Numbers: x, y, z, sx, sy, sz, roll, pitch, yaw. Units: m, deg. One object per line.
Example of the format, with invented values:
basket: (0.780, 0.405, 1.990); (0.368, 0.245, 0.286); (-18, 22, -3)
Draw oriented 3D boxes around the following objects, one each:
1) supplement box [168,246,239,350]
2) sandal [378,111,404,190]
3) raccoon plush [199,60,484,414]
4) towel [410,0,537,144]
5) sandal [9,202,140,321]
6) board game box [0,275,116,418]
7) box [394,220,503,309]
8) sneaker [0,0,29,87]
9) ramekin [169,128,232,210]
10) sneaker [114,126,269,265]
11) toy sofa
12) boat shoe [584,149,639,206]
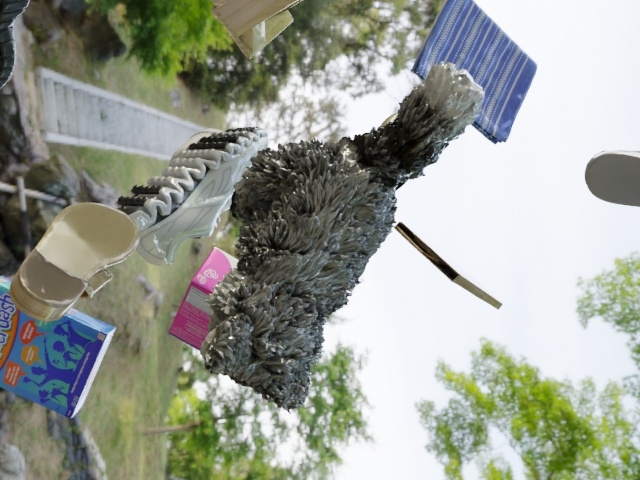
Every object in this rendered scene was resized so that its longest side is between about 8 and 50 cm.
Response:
supplement box: (-0.233, 0.135, 1.398); (0.220, 0.114, 0.111); (-55, -174, 45)
sandal: (0.132, -0.132, 1.259); (0.120, 0.086, 0.303); (86, 25, -49)
raccoon plush: (0.000, 0.000, 0.787); (0.446, 0.216, 0.299); (-52, -159, 42)
towel: (0.381, -0.410, 1.545); (0.040, 0.336, 0.243); (16, -102, 58)
sandal: (-0.274, 0.033, 0.696); (0.079, 0.088, 0.240); (-49, -168, 17)
board game box: (-0.468, 0.175, 1.066); (0.047, 0.210, 0.160); (-70, -176, -83)
box: (0.235, 0.048, 1.180); (0.021, 0.201, 0.164); (-50, -130, 8)
sneaker: (-0.685, -0.435, 1.312); (0.341, 0.125, 0.140); (-52, -121, 25)
ramekin: (-0.275, -0.159, 1.590); (0.207, 0.109, 0.207); (18, -51, 24)
sneaker: (-0.183, -0.077, 0.998); (0.110, 0.292, 0.118); (10, -46, 47)
toy sofa: (-0.044, -0.467, 1.108); (0.362, 0.150, 0.177); (-6, -52, 53)
boat shoe: (0.499, -0.068, 0.878); (0.267, 0.088, 0.096); (13, -66, 22)
